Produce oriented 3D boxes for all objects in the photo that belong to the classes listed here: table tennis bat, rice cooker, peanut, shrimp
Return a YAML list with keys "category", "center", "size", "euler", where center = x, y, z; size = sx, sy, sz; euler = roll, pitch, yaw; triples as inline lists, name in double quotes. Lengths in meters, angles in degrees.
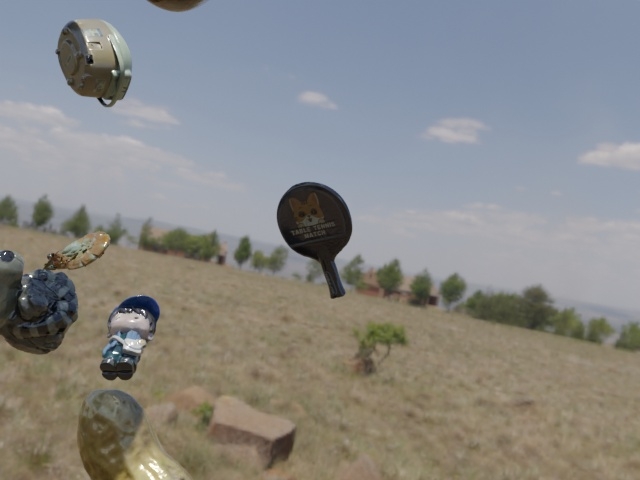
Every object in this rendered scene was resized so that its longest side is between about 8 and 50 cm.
- category: "table tennis bat"
  center: [0.000, 0.000, 1.494]
  size: [0.150, 0.237, 0.027]
  euler: [-12, 15, 24]
- category: "rice cooker"
  center: [-0.491, -0.390, 1.694]
  size: [0.127, 0.206, 0.145]
  euler: [-4, -37, -38]
- category: "peanut"
  center: [-0.296, 0.383, 1.279]
  size: [0.149, 0.313, 0.149]
  euler: [-32, -6, -4]
- category: "shrimp"
  center: [-0.505, 0.030, 1.598]
  size: [0.184, 0.091, 0.043]
  euler: [-17, -51, 28]

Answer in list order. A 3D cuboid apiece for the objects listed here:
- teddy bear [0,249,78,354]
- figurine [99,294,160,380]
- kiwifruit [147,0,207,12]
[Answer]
- category: "teddy bear"
  center: [-0.480, 0.095, 1.191]
  size: [0.251, 0.144, 0.171]
  euler: [28, 24, -56]
- category: "figurine"
  center: [-0.266, 0.141, 1.091]
  size: [0.077, 0.136, 0.079]
  euler: [-2, -45, 2]
- category: "kiwifruit"
  center: [-0.275, -0.538, 1.501]
  size: [0.195, 0.196, 0.234]
  euler: [11, -8, -18]
